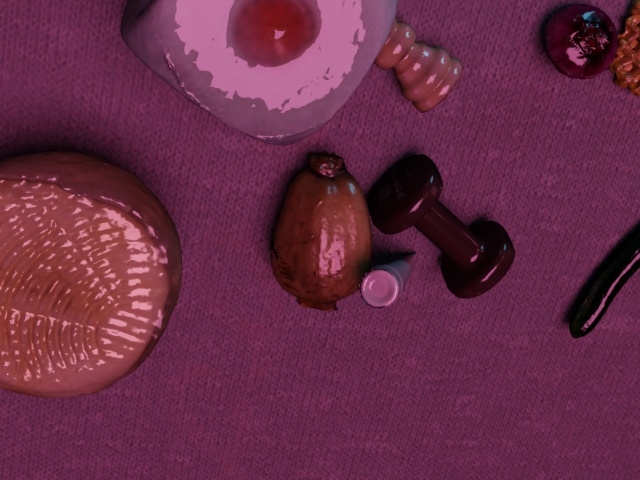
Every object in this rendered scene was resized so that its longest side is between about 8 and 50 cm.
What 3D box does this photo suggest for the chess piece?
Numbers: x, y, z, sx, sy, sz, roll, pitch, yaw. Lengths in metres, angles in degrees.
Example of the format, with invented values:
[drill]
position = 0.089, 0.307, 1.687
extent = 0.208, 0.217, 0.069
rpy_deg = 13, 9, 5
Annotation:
[chess piece]
position = 0.115, -0.270, 1.405
extent = 0.170, 0.094, 0.094
rpy_deg = 36, 102, -23

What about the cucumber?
[cucumber]
position = 0.517, 0.051, 1.680
extent = 0.056, 0.056, 0.284
rpy_deg = 32, 98, -25

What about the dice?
[dice]
position = -0.078, -0.301, 1.241
extent = 0.264, 0.262, 0.268
rpy_deg = 29, 106, -25

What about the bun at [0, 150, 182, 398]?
[bun]
position = -0.367, 0.031, 1.355
extent = 0.364, 0.202, 0.364
rpy_deg = -3, 119, -6

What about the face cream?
[face cream]
position = 0.105, 0.060, 1.487
extent = 0.092, 0.243, 0.058
rpy_deg = -44, 85, 10

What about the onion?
[onion]
position = 0.392, -0.297, 1.456
extent = 0.115, 0.104, 0.115
rpy_deg = -2, 98, -18

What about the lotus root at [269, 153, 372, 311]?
[lotus root]
position = 0.000, 0.000, 1.471
extent = 0.154, 0.140, 0.257
rpy_deg = 0, 108, -3

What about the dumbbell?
[dumbbell]
position = 0.188, -0.020, 1.512
extent = 0.124, 0.140, 0.225
rpy_deg = -41, 117, 18

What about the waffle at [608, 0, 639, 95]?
[waffle]
position = 0.538, -0.308, 1.525
extent = 0.191, 0.038, 0.191
rpy_deg = -5, 116, -11
